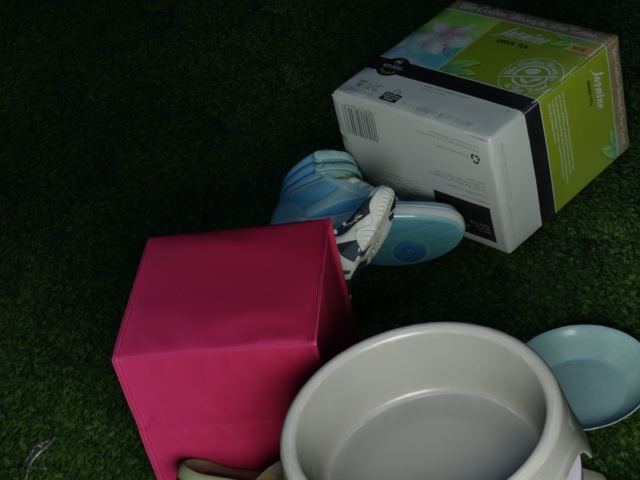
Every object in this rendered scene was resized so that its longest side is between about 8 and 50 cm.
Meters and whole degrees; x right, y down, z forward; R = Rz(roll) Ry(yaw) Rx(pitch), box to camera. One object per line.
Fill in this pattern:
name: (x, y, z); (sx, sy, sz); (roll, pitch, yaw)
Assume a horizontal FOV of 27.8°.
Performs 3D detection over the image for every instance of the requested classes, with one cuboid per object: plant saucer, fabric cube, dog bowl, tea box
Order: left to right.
fabric cube: (-0.096, 0.153, 1.707); (0.258, 0.259, 0.254); (-6, 37, 9)
dog bowl: (0.115, 0.223, 1.399); (0.349, 0.102, 0.348); (-11, 36, 8)
tea box: (0.258, -0.193, 2.053); (0.329, 0.220, 0.323); (23, 50, 41)
plant saucer: (0.337, 0.188, 1.681); (0.195, 0.037, 0.195); (-10, 37, 7)

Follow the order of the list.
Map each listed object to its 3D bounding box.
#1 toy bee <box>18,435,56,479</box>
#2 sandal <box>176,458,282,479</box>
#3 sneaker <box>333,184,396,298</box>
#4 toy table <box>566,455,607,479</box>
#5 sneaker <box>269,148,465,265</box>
toy bee: (-0.410, 0.399, 1.606); (0.298, 0.162, 0.195); (-33, 9, 32)
sandal: (-0.030, 0.287, 1.582); (0.303, 0.120, 0.086); (7, 85, 11)
sneaker: (0.000, 0.000, 1.885); (0.153, 0.235, 0.094); (31, 18, 14)
toy table: (0.211, 0.288, 1.495); (0.252, 0.161, 0.274); (-11, 36, 7)
sneaker: (0.070, -0.068, 2.017); (0.319, 0.127, 0.208); (-4, 49, 14)
